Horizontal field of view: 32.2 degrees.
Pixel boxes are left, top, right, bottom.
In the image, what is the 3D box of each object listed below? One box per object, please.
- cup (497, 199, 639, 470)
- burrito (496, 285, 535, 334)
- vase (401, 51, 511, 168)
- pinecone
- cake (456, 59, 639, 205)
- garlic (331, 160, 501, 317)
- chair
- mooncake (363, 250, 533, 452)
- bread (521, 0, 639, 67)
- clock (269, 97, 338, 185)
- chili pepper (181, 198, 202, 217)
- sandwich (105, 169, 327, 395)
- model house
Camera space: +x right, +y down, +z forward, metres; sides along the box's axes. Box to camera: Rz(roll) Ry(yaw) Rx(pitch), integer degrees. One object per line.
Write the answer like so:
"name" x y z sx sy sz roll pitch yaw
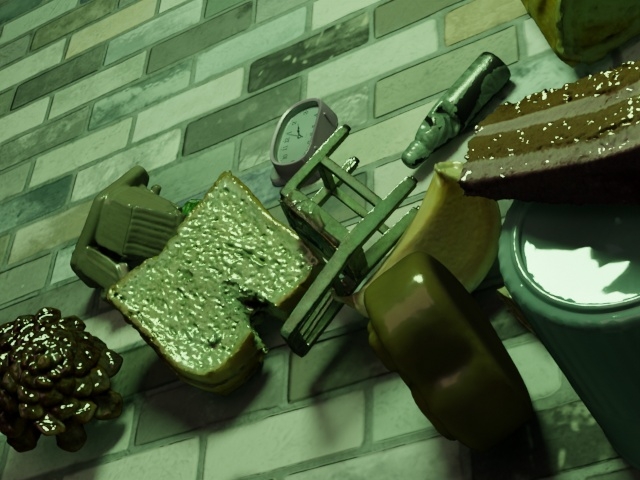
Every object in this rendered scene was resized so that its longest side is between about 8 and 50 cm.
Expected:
"cup" 0.336 0.092 1.099 0.256 0.311 0.331 -4 53 36
"burrito" 0.322 0.045 1.346 0.226 0.060 0.087 -28 37 17
"vase" 0.197 -0.188 1.654 0.211 0.060 0.060 -49 41 -7
"pinecone" -0.416 0.217 1.681 0.201 0.202 0.229 -43 55 35
"cake" 0.250 -0.099 1.022 0.295 0.113 0.116 -1 53 45
"garlic" 0.136 0.012 1.445 0.245 0.164 0.145 -51 42 3
"chair" 0.000 0.000 1.486 0.147 0.136 0.270 39 82 18
"mooncake" 0.145 0.127 1.298 0.117 0.235 0.235 -38 40 9
"bread" 0.383 -0.406 1.599 0.238 0.196 0.252 -35 38 6
"clock" -0.038 -0.162 1.822 0.110 0.050 0.153 -11 49 32
"chili pepper" -0.176 -0.024 1.806 0.227 0.059 0.088 16 72 48
"sandwich" -0.141 0.071 1.619 0.273 0.095 0.249 -46 63 -7
"model house" -0.307 0.002 1.830 0.188 0.122 0.229 26 96 36
